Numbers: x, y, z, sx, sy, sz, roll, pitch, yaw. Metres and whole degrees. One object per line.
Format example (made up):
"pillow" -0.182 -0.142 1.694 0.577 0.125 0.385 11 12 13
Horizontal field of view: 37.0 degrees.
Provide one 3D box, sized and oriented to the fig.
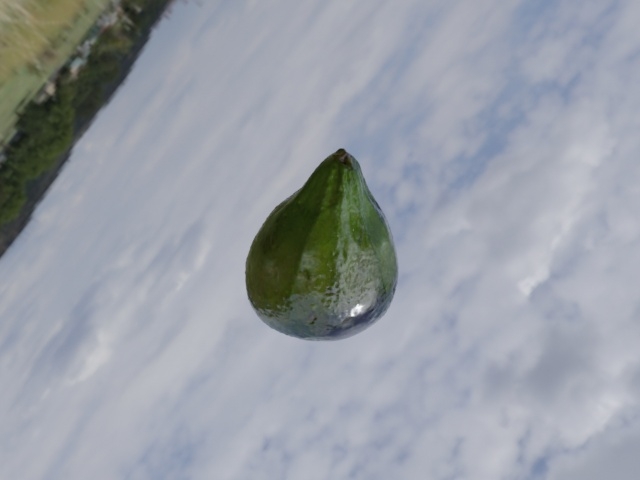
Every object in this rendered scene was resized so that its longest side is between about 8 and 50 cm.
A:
"fig" 0.000 0.000 0.737 0.123 0.156 0.123 -2 -151 1
